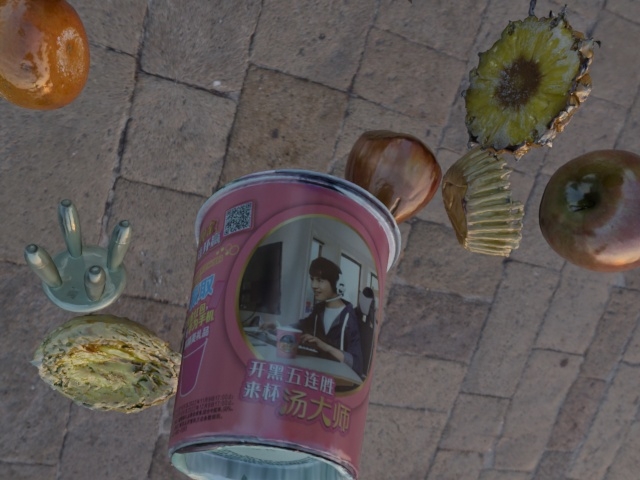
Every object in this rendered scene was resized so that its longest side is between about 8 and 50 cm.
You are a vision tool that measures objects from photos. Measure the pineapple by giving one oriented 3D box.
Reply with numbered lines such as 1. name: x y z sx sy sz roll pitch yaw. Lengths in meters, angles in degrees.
1. pineapple: 0.280 -0.214 0.701 0.047 0.221 0.221 10 104 -31

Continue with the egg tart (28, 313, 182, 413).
1. egg tart: -0.344 0.199 0.866 0.252 0.098 0.232 21 126 -22

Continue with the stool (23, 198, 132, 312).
1. stool: -0.567 0.045 1.214 0.195 0.195 0.198 19 141 -3

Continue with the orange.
1. orange: -0.541 -0.360 0.959 0.170 0.224 0.224 10 105 7

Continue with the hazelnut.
1. hazelnut: 0.096 -0.089 0.753 0.150 0.150 0.150 -5 108 -14

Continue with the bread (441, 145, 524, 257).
1. bread: 0.377 -0.093 1.207 0.149 0.274 0.274 -5 108 2

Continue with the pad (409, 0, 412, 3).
1. pad: 0.217 -0.787 1.393 0.003 0.158 0.235 -19 140 -4

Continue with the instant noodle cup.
1. instant noodle cup: -0.039 0.098 0.504 0.244 0.255 0.244 5 142 4

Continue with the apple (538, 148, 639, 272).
1. apple: 0.446 -0.042 0.798 0.174 0.188 0.188 19 101 -42
